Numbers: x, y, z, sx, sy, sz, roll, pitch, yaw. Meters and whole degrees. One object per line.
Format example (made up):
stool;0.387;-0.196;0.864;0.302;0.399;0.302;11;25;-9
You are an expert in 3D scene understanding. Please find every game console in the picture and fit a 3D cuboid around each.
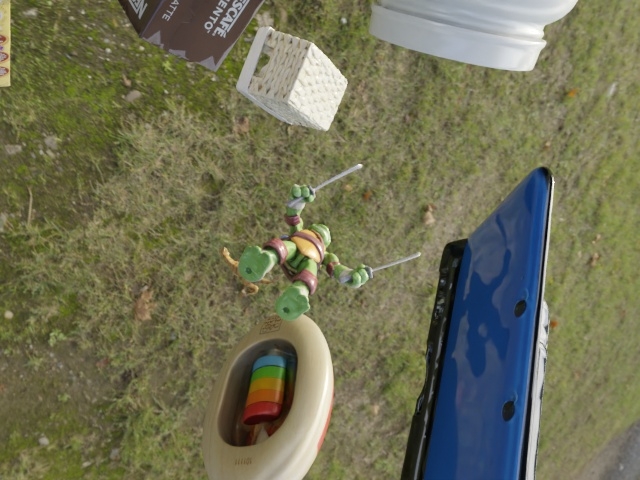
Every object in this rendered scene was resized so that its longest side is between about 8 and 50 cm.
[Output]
game console;0.175;0.134;0.421;0.250;0.173;0.293;30;64;-27

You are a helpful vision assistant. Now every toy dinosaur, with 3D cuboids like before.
toy dinosaur;-0.172;0.087;1.202;0.064;0.211;0.112;-55;152;-21

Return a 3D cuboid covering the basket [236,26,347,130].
basket;-0.041;-0.263;0.827;0.167;0.103;0.113;14;100;-64

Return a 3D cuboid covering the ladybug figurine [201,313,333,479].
ladybug figurine;-0.098;0.357;1.094;0.162;0.305;0.450;57;29;-35

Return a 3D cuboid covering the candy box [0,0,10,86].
candy box;-0.459;-0.302;0.656;0.053;0.186;0.109;-20;82;-35

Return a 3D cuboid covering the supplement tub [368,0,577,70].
supplement tub;0.176;-0.354;0.490;0.228;0.228;0.316;-12;127;-36

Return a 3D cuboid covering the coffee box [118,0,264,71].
coffee box;-0.162;-0.323;0.537;0.141;0.247;0.098;-46;150;24

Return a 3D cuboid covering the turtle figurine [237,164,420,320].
turtle figurine;0.000;0.000;0.862;0.266;0.274;0.198;-46;126;-56
